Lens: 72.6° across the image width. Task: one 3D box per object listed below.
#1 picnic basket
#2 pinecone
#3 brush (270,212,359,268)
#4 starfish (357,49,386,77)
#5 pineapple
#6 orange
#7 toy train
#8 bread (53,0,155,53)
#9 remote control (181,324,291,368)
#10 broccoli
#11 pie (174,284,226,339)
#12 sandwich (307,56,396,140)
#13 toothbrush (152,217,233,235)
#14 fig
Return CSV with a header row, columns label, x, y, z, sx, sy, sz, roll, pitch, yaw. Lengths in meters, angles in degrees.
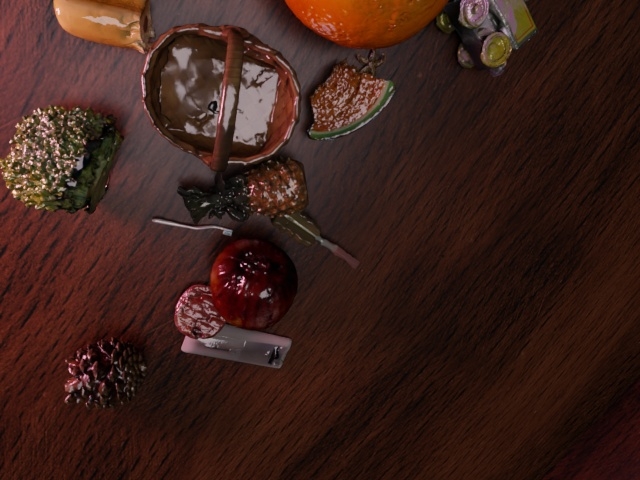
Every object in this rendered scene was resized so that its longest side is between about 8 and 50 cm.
label,x,y,z,sx,sy,sz,roll,pitch,yaw
picnic basket,-0.196,-0.288,0.900,0.338,0.337,0.292,7,110,-19
pinecone,-0.568,0.345,1.140,0.205,0.179,0.184,8,88,-2
brush,0.000,0.000,1.215,0.301,0.071,0.084,35,95,-26
starfish,0.123,-0.438,1.090,0.091,0.028,0.078,-31,115,1
pineapple,-0.188,-0.120,1.066,0.311,0.140,0.170,-10,153,0
orange,0.095,-0.599,0.848,0.425,0.326,0.423,-6,115,-14
toy train,0.408,-0.543,1.070,0.177,0.134,0.261,-42,117,3
bread,-0.428,-0.445,0.875,0.173,0.134,0.085,8,141,-15
remote control,-0.241,0.315,1.284,0.313,0.055,0.109,18,106,-22
broccoli,-0.548,-0.168,0.915,0.181,0.273,0.242,29,60,-16
pie,-0.327,0.197,1.197,0.154,0.038,0.153,1,88,-22
sandwich,0.059,-0.336,1.082,0.159,0.079,0.235,42,102,-9
toothbrush,-0.329,-0.038,1.132,0.204,0.017,0.022,10,90,-20
fig,-0.172,0.123,1.141,0.224,0.224,0.262,0,113,-16
